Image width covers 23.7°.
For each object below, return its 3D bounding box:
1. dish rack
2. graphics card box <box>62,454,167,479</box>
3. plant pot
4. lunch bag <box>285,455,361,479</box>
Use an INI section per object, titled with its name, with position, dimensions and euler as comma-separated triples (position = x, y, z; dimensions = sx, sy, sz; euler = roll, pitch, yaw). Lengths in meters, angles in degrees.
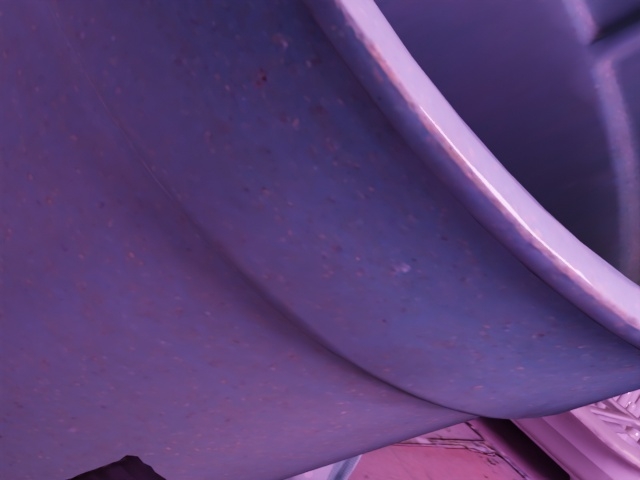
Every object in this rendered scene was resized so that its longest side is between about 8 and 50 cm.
[dish rack]
position = 0.242, 0.137, 1.200
dimensions = 0.333, 0.072, 0.285
euler = 11, 22, -43
[graphics card box]
position = -0.139, 0.177, 0.199
dimensions = 0.094, 0.232, 0.371
euler = 34, 17, 18
[plant pot]
position = -0.042, -0.051, 0.545
dimensions = 0.341, 0.334, 0.341
euler = 30, 44, -35
[lunch bag]
position = 0.000, 0.000, 0.901
dimensions = 0.160, 0.262, 0.223
euler = 25, 16, -7
